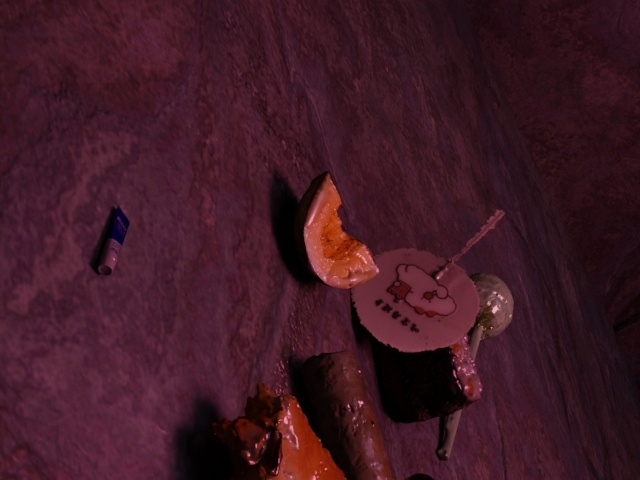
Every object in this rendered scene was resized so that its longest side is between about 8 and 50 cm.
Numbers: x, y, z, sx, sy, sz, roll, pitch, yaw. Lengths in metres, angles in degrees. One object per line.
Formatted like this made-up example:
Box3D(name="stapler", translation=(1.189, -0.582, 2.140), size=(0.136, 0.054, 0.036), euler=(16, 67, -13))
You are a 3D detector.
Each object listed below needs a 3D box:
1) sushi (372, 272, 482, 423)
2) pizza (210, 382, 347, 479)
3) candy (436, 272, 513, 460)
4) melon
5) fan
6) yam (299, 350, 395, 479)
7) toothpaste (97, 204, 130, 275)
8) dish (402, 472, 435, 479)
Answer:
Box3D(name="sushi", translation=(0.158, 0.161, 1.371), size=(0.136, 0.126, 0.225), euler=(44, 34, -46))
Box3D(name="pizza", translation=(-0.046, 0.254, 0.909), size=(0.289, 0.081, 0.229), euler=(-13, 93, -69))
Box3D(name="candy", translation=(0.263, 0.216, 1.612), size=(0.119, 0.119, 0.440), euler=(59, 33, -26))
Box3D(name="melon", translation=(0.000, 0.000, 1.220), size=(0.128, 0.079, 0.160), euler=(-45, 116, -44))
Box3D(name="fan", translation=(0.184, 0.043, 1.368), size=(0.329, 0.190, 0.009), euler=(-39, 151, -29))
Box3D(name="yam", translation=(0.034, 0.220, 1.091), size=(0.078, 0.078, 0.179), euler=(26, 40, -58))
Box3D(name="toothpaste", translation=(-0.195, 0.000, 0.864), size=(0.083, 0.015, 0.024), euler=(-85, 155, -51))
Box3D(name="dish", translation=(0.103, 0.423, 1.057), size=(0.303, 0.120, 0.303), euler=(51, 28, -40))
